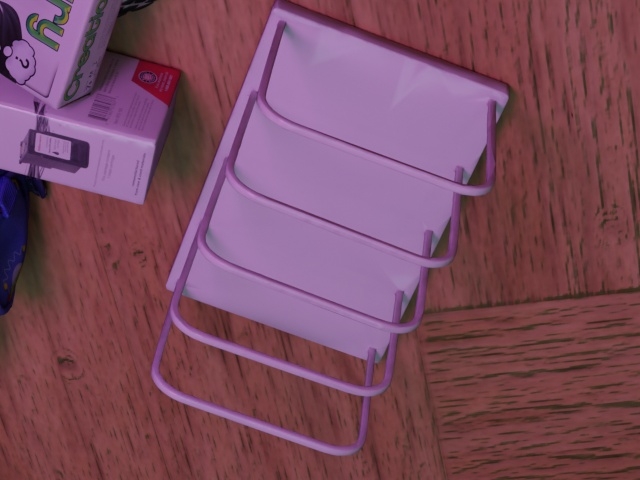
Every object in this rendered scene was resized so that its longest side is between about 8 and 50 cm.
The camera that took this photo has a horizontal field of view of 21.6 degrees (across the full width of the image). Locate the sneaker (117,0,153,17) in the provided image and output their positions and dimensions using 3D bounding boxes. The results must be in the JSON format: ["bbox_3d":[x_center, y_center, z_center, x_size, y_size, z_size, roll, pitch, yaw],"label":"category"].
[{"bbox_3d":[-0.131,-0.216,1.234,0.170,0.068,0.071,-31,88,25],"label":"sneaker"}]

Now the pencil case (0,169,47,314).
[{"bbox_3d":[-0.381,-0.023,1.336,0.306,0.119,0.133,9,124,1],"label":"pencil case"}]

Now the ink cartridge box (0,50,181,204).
[{"bbox_3d":[-0.192,-0.098,1.274,0.151,0.109,0.063,14,127,-2],"label":"ink cartridge box"}]

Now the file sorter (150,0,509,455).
[{"bbox_3d":[0.000,0.000,1.278,0.193,0.173,0.277,20,122,-6],"label":"file sorter"}]

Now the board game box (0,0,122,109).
[{"bbox_3d":[-0.205,-0.267,1.165,0.193,0.053,0.305,32,122,13],"label":"board game box"}]
